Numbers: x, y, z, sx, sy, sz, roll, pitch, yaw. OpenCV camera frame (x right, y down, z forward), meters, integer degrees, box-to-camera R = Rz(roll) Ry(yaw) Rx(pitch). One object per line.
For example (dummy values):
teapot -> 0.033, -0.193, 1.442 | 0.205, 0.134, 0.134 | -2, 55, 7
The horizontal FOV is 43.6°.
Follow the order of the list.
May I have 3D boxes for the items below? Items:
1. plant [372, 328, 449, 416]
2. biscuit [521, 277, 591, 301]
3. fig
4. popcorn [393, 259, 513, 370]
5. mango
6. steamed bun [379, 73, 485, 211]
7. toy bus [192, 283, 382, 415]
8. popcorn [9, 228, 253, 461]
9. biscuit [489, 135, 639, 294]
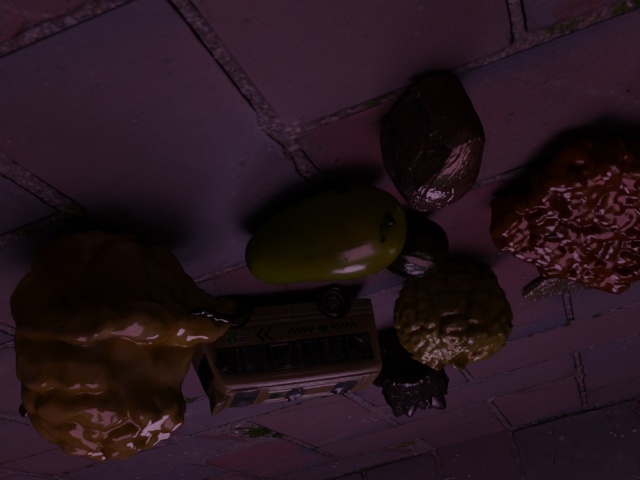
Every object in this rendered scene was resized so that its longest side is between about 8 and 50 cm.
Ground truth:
plant -> 0.218, 0.337, 1.998 | 0.194, 0.182, 0.321 | -14, 150, 3
biscuit -> 0.590, 0.083, 1.815 | 0.249, 0.032, 0.133 | -9, 153, -5
fig -> 0.131, 0.004, 1.371 | 0.177, 0.117, 0.117 | 16, 146, -17
popcorn -> 0.274, 0.139, 1.616 | 0.236, 0.251, 0.206 | 16, 134, 17
mango -> 0.000, 0.000, 1.257 | 0.293, 0.143, 0.175 | -18, 162, 34
steamed bun -> 0.147, -0.122, 1.062 | 0.106, 0.145, 0.175 | -3, 148, -17
toy bus -> -0.071, 0.220, 1.593 | 0.365, 0.202, 0.177 | -4, 154, -16
popcorn -> -0.286, 0.146, 1.208 | 0.381, 0.349, 0.349 | -15, 155, -7
biscuit -> 0.471, -0.041, 1.334 | 0.318, 0.111, 0.312 | 24, 142, -12
